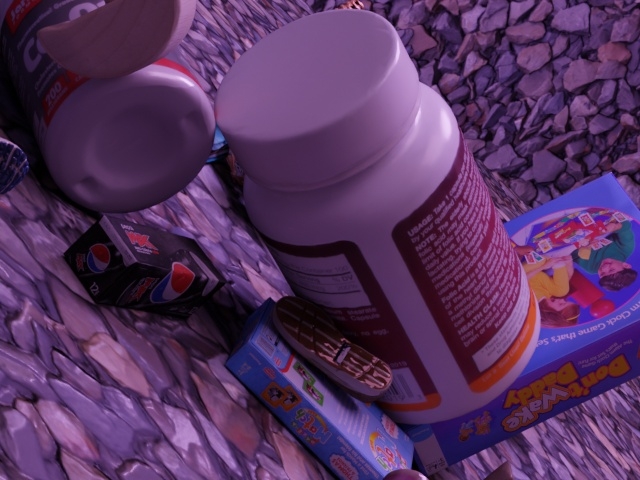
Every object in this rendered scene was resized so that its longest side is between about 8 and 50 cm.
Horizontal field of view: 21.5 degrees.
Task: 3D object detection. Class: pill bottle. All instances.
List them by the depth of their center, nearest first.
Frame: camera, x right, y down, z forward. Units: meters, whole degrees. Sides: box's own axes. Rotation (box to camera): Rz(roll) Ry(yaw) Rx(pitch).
[{"bbox_3d":[-0.218,-0.171,1.618,0.161,0.161,0.283,35,17,-43],"label":"pill bottle"},{"bbox_3d":[0.058,-0.020,1.669,0.392,0.224,0.224,62,2,-38],"label":"pill bottle"}]

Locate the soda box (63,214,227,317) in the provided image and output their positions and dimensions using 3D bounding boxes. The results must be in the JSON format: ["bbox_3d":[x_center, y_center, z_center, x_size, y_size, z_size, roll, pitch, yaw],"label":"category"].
[{"bbox_3d":[-0.152,0.025,1.489,0.060,0.053,0.169,52,14,20],"label":"soda box"}]

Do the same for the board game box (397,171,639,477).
[{"bbox_3d":[0.219,0.087,1.847,0.233,0.347,0.078,-116,-179,-51],"label":"board game box"}]

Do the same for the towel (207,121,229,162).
[{"bbox_3d":[-0.254,-0.229,1.953,0.370,0.040,0.271,48,12,2],"label":"towel"}]

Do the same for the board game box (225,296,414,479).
[{"bbox_3d":[0.004,0.159,1.628,0.211,0.039,0.160,45,13,-5],"label":"board game box"}]

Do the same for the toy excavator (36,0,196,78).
[{"bbox_3d":[-0.331,-0.356,1.399,0.222,0.445,0.433,-59,150,-77],"label":"toy excavator"}]

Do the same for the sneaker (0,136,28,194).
[{"bbox_3d":[-0.292,-0.083,1.369,0.135,0.052,0.058,32,15,-50],"label":"sneaker"}]

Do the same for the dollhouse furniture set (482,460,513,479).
[{"bbox_3d":[0.262,0.358,1.651,0.262,0.135,0.259,45,13,-11],"label":"dollhouse furniture set"}]

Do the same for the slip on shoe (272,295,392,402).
[{"bbox_3d":[0.007,0.107,1.622,0.135,0.041,0.051,34,54,3],"label":"slip on shoe"}]

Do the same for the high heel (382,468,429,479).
[{"bbox_3d":[0.115,0.371,1.308,0.377,0.127,0.181,51,41,-2],"label":"high heel"}]

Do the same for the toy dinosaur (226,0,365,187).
[{"bbox_3d":[-0.008,-0.173,2.114,0.164,0.322,0.218,30,-22,40],"label":"toy dinosaur"}]
